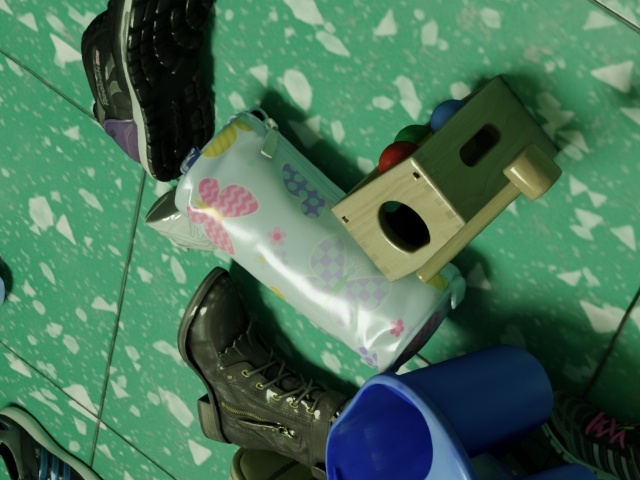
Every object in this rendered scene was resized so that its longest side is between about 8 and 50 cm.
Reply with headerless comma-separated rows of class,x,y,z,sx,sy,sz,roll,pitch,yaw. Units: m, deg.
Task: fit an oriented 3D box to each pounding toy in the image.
pounding toy,0.101,-0.050,1.462,0.094,0.181,0.206,51,144,-5

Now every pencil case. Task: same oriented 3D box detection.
pencil case,0.000,0.000,1.675,0.273,0.113,0.124,40,102,11

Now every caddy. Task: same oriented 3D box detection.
caddy,0.108,0.240,1.662,0.241,0.179,0.341,64,157,17

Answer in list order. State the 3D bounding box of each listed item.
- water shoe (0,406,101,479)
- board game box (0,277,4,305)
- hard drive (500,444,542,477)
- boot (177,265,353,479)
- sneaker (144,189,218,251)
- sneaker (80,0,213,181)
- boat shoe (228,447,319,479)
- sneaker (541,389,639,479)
water shoe,-0.352,0.302,2.349,0.203,0.080,0.073,41,145,8
board game box,-0.434,0.014,2.199,0.133,0.033,0.168,-18,116,46
hard drive,0.200,0.259,1.772,0.135,0.022,0.094,51,147,17
boot,-0.019,0.152,1.879,0.229,0.091,0.263,18,140,26
sneaker,-0.107,-0.022,1.822,0.152,0.053,0.061,-6,135,51
sneaker,-0.177,-0.183,1.689,0.124,0.107,0.283,35,143,26
boat shoe,0.024,0.329,1.966,0.302,0.113,0.103,33,137,17
sneaker,0.269,0.179,1.619,0.170,0.063,0.075,40,134,16
